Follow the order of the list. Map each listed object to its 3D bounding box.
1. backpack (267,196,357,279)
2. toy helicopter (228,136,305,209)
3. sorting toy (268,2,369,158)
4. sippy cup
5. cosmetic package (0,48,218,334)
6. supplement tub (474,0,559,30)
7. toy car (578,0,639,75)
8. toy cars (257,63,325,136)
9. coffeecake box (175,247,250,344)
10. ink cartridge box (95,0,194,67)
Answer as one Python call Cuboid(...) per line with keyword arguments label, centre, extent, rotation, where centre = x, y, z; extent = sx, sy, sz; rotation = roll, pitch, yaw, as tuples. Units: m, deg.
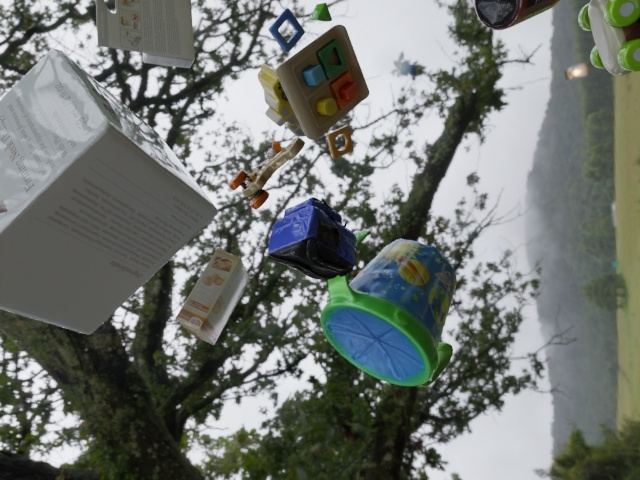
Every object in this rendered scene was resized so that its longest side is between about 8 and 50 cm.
Cuboid(label="backpack", centre=(0.000, 0.000, 0.745), extent=(0.120, 0.098, 0.101), rotation=(34, -125, -35))
Cuboid(label="toy helicopter", centre=(-0.165, -0.280, 1.794), extent=(0.140, 0.355, 0.235), rotation=(42, -131, -18))
Cuboid(label="sorting toy", centre=(0.019, -0.342, 1.081), extent=(0.196, 0.047, 0.348), rotation=(-42, -54, -20))
Cuboid(label="sippy cup", centre=(0.153, 0.125, 0.975), extent=(0.224, 0.240, 0.305), rotation=(-53, -29, -34))
Cuboid(label="cosmetic package", centre=(-0.500, -0.085, 1.005), extent=(0.393, 0.329, 0.327), rotation=(-44, -33, 1))
Cuboid(label="supplement tub", centre=(0.390, -0.475, 0.935), extent=(0.198, 0.106, 0.106), rotation=(-31, -66, -27))
Cuboid(label="toy car", centre=(0.574, -0.387, 0.847), extent=(0.149, 0.188, 0.155), rotation=(62, -163, -15))
Cuboid(label="toy cars", centre=(-0.080, -0.320, 1.249), extent=(0.176, 0.087, 0.394), rotation=(43, -175, -2))
Cuboid(label="coffeecake box", centre=(-0.246, 0.134, 1.162), extent=(0.142, 0.068, 0.185), rotation=(88, -153, -65))
Cuboid(label="ink cartridge box", centre=(-0.502, -0.661, 1.412), extent=(0.261, 0.066, 0.296), rotation=(-2, -95, -28))
